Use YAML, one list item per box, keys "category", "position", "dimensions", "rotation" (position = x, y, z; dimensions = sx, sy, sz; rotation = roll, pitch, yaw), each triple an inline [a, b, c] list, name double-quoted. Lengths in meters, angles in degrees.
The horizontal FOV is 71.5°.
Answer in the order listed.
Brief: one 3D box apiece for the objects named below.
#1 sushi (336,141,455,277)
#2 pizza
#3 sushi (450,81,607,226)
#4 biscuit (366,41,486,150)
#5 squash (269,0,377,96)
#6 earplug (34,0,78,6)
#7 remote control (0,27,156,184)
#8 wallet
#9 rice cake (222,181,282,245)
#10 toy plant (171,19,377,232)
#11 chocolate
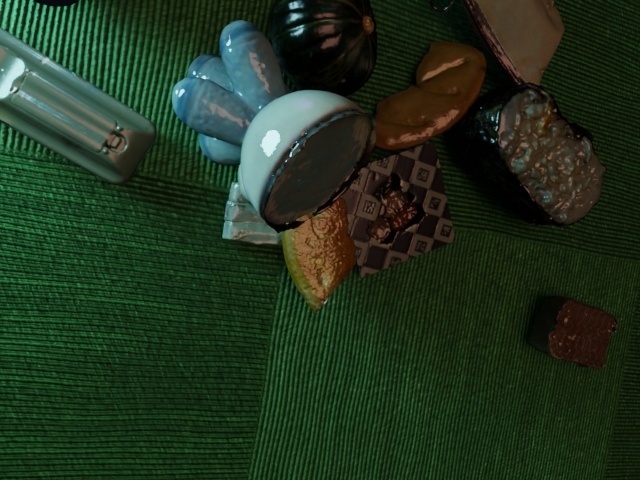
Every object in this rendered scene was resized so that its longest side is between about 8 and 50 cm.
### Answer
- category: "sushi"
  position: [0.150, -0.065, 0.925]
  dimensions: [0.231, 0.047, 0.220]
  rotation: [-20, 105, -12]
- category: "pizza"
  position: [-0.006, -0.003, 0.829]
  dimensions: [0.134, 0.056, 0.272]
  rotation: [-15, 95, -15]
- category: "sushi"
  position: [0.437, -0.176, 0.947]
  dimensions: [0.350, 0.170, 0.211]
  rotation: [34, 86, -20]
- category: "biscuit"
  position: [0.216, -0.284, 0.894]
  dimensions: [0.154, 0.045, 0.299]
  rotation: [39, 81, 20]
- category: "squash"
  position: [0.010, -0.358, 0.779]
  dimensions: [0.172, 0.218, 0.219]
  rotation: [-13, 101, 22]
- category: "earplug"
  position: [-0.494, -0.564, 0.589]
  dimensions: [0.456, 0.215, 0.215]
  rotation: [43, 81, -13]
- category: "remote control"
  position: [-0.437, -0.221, 0.701]
  dimensions: [0.335, 0.065, 0.128]
  rotation: [31, 86, -18]
- category: "wallet"
  position: [0.397, -0.490, 0.946]
  dimensions: [0.335, 0.068, 0.275]
  rotation: [46, 72, -17]
- category: "rice cake"
  position: [-0.076, -0.047, 0.851]
  dimensions: [0.210, 0.038, 0.125]
  rotation: [10, 91, -20]
- category: "toy plant"
  position: [-0.101, -0.200, 0.719]
  dimensions: [0.247, 0.247, 0.332]
  rotation: [-42, 71, -11]
- category: "chocolate"
  position: [0.605, 0.219, 1.078]
  dimensions: [0.213, 0.093, 0.149]
  rotation: [20, 87, -20]
